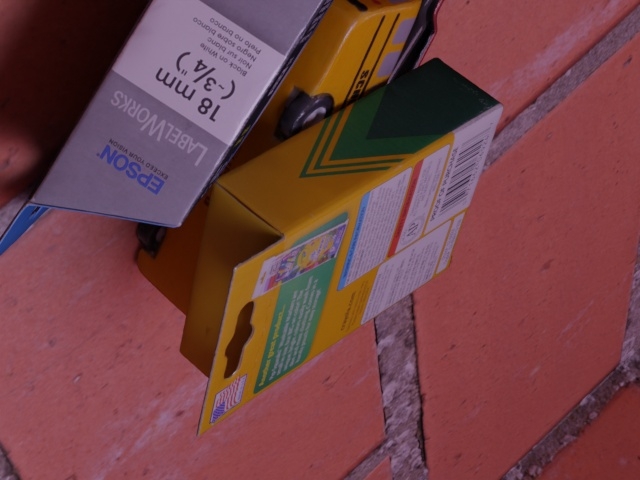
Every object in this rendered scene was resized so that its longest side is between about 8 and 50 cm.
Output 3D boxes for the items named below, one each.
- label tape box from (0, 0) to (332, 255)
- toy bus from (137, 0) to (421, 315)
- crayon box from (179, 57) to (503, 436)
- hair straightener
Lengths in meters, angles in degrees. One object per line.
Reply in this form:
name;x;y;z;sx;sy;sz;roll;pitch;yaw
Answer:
label tape box;-0.094;-0.107;1.276;0.334;0.106;0.240;-56;-177;14
toy bus;-0.042;-0.084;1.510;0.130;0.108;0.333;-20;142;-50
crayon box;0.000;0.000;1.465;0.323;0.083;0.203;-32;150;-38
hair straightener;0.091;-0.220;1.605;0.230;0.047;0.089;-56;155;15
